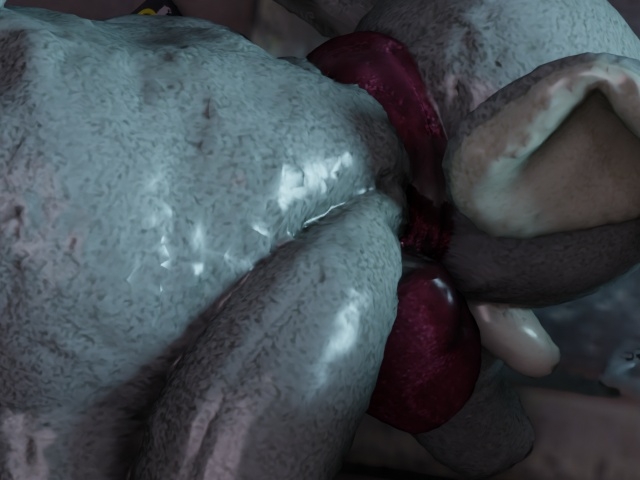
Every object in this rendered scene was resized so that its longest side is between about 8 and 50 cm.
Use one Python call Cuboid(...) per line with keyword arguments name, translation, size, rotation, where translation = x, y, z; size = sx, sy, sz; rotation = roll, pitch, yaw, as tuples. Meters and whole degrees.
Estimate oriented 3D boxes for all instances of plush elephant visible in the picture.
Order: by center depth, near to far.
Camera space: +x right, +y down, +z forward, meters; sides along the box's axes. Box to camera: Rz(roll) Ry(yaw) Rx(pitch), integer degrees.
Cuboid(name="plush elephant", translation=(0.000, 0.000, 0.533), size=(0.255, 0.272, 0.330), rotation=(1, 121, -22))

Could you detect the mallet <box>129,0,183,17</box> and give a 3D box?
Cuboid(name="mallet", translation=(-0.131, -0.030, 0.655), size=(0.189, 0.039, 0.062), rotation=(-28, 78, 4))
